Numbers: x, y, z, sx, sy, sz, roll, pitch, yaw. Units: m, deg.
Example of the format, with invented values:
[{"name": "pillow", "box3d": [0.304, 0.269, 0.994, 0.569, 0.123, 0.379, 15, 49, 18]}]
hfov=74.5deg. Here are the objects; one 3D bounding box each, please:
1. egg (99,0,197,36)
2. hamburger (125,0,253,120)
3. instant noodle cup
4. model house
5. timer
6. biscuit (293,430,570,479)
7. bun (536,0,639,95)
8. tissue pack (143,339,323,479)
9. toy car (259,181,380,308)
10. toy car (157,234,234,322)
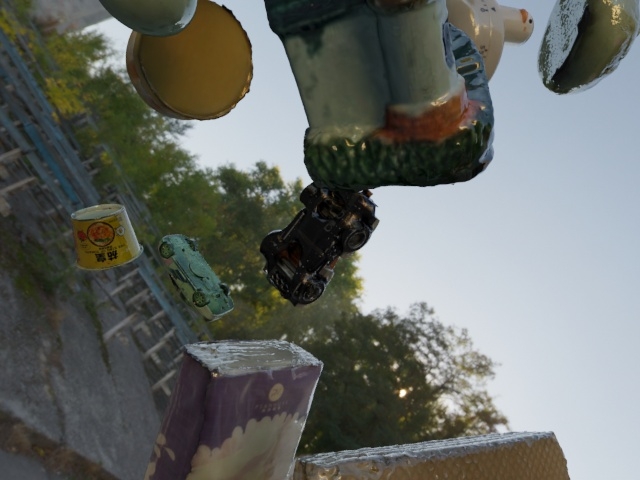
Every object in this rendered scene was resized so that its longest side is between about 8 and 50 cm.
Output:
[{"name": "egg", "box3d": [-0.285, -0.416, 0.678, 0.192, 0.149, 0.149, 47, -24, 12]}, {"name": "hamburger", "box3d": [-0.308, -0.435, 0.986, 0.186, 0.261, 0.303, 27, -76, 49]}, {"name": "instant noodle cup", "box3d": [-0.618, -0.019, 1.202, 0.182, 0.182, 0.144, 29, -51, 49]}, {"name": "model house", "box3d": [0.040, -0.219, 0.377, 0.184, 0.253, 0.291, -9, -44, 22]}, {"name": "timer", "box3d": [0.302, -0.413, 0.908, 0.233, 0.240, 0.233, 175, -90, -68]}, {"name": "biscuit", "box3d": [0.157, 0.314, 0.499, 0.078, 0.426, 0.144, -29, -124, 52]}, {"name": "bun", "box3d": [0.700, -0.520, 1.075, 0.187, 0.293, 0.293, 8, -31, 0]}, {"name": "tissue pack", "box3d": [-0.148, 0.340, 0.681, 0.125, 0.344, 0.242, 19, 4, 39]}, {"name": "toy car", "box3d": [0.002, 0.000, 0.920, 0.118, 0.301, 0.193, 29, 17, -48]}, {"name": "toy car", "box3d": [-0.291, 0.086, 0.958, 0.076, 0.090, 0.224, -43, -102, 23]}]
